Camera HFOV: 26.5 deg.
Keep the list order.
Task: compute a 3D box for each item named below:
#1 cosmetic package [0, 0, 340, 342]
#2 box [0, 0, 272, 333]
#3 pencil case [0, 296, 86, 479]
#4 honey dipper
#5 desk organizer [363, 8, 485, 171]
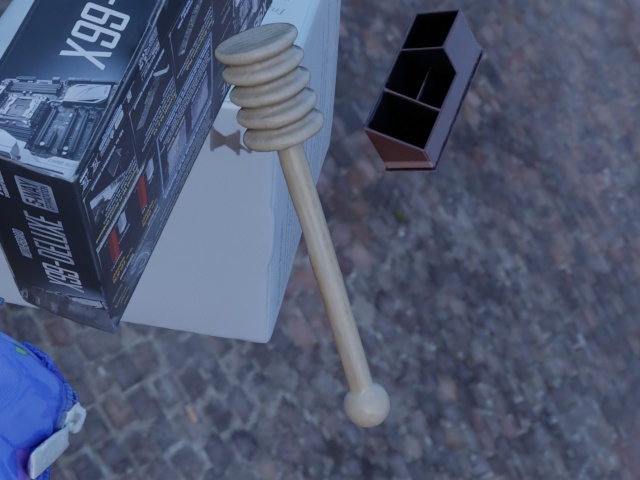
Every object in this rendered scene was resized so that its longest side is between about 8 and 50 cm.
[{"bbox_3d":[-0.169,-0.149,1.563,0.327,0.329,0.394,9,40,6],"label":"cosmetic package"},{"bbox_3d":[-0.117,-0.122,0.898,0.076,0.242,0.307,20,67,6],"label":"box"},{"bbox_3d":[-0.187,0.179,0.604,0.119,0.133,0.306,74,20,-64],"label":"pencil case"},{"bbox_3d":[0.000,0.000,0.494,0.030,0.030,0.161,-59,137,-54],"label":"honey dipper"},{"bbox_3d":[0.082,-0.119,1.070,0.050,0.047,0.130,55,47,-42],"label":"desk organizer"}]
